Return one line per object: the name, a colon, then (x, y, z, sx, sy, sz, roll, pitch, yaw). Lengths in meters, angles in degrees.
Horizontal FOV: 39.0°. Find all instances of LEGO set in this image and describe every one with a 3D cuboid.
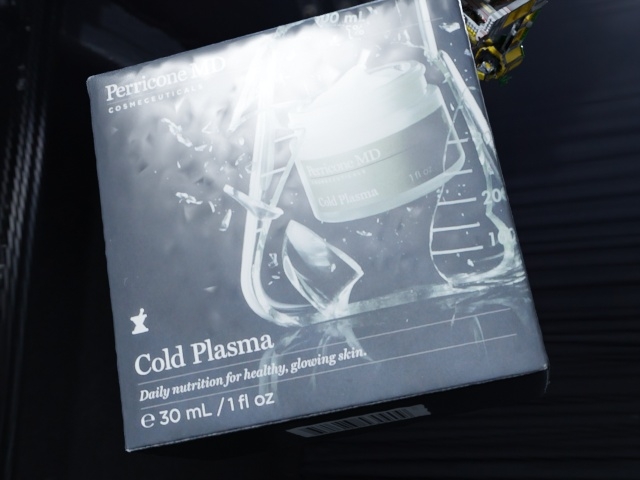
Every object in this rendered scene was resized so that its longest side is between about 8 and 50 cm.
LEGO set: (0.222, -0.413, 1.562, 0.192, 0.255, 0.331, -34, -98, -29)

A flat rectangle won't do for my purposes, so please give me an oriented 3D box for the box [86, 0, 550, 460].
box: (0.000, 0.000, 1.150, 0.297, 0.479, 0.472, 52, -153, -70)
